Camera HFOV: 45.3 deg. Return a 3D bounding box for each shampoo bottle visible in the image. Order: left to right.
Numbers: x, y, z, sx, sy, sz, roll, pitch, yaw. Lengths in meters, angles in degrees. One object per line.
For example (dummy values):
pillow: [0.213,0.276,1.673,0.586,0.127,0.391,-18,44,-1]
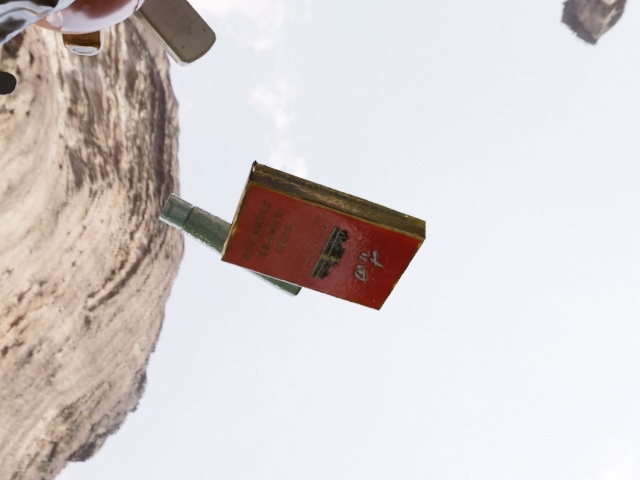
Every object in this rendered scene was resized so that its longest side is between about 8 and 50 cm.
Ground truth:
shampoo bottle: [-0.105,0.004,0.931,0.190,0.041,0.069,29,-152,-11]

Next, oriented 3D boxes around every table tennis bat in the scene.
table tennis bat: [-0.626,-0.308,1.485,0.083,0.007,0.050,21,-106,10]

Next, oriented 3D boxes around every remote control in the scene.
remote control: [-0.245,-0.357,1.184,0.190,0.029,0.087,47,-123,-14]

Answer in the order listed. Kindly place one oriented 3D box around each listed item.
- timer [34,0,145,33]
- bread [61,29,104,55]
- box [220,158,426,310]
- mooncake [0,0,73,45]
timer: [-0.300,-0.376,0.936,0.229,0.230,0.215,34,-116,9]
bread: [-0.370,-0.336,1.189,0.062,0.049,0.103,-4,-109,-21]
box: [0.000,0.000,0.563,0.133,0.090,0.023,19,-134,-10]
mooncake: [-0.400,-0.236,0.607,0.394,0.246,0.393,-7,-156,27]
